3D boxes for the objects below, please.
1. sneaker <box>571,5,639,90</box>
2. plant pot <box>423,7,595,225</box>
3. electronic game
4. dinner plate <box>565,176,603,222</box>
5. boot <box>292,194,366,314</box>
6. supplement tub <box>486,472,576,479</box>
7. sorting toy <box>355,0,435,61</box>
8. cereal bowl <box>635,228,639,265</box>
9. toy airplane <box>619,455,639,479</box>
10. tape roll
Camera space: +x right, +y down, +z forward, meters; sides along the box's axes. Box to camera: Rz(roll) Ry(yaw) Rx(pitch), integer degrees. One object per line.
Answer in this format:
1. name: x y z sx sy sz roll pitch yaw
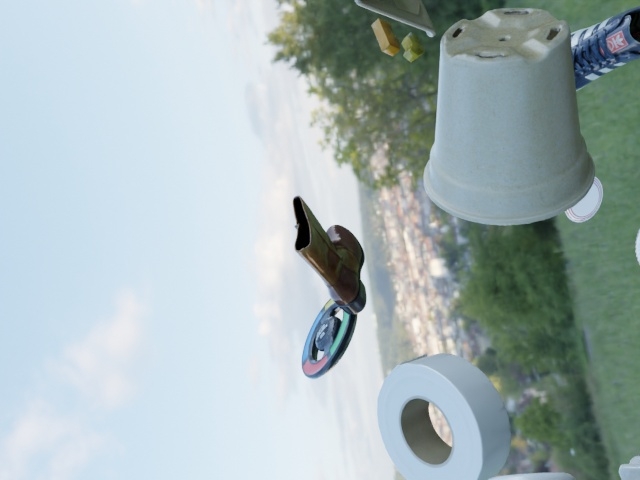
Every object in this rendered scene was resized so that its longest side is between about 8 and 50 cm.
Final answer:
1. sneaker: 0.640 -0.436 1.548 0.131 0.350 0.148 59 -168 -6
2. plant pot: 0.347 -0.251 1.288 0.334 0.333 0.305 -94 -8 -52
3. electronic game: 0.019 0.224 1.639 0.229 0.048 0.229 -53 19 27
4. dinner plate: 0.764 -0.120 1.981 0.141 0.017 0.141 -39 44 51
5. boot: 0.000 0.000 1.532 0.280 0.096 0.264 51 -152 -43
6. supplement tub: 0.327 0.458 1.023 0.144 0.144 0.200 71 -165 -65
7. sorting toy: 0.127 -0.447 1.231 0.229 0.041 0.307 8 -125 -43
8. cereal bowl: 0.948 -0.040 1.719 0.141 0.339 0.339 49 -167 -15
9. toy airplane: 0.855 0.559 1.485 0.272 0.386 0.384 50 175 4
10. tape roll: 0.249 0.382 1.425 0.286 0.100 0.286 15 110 48
